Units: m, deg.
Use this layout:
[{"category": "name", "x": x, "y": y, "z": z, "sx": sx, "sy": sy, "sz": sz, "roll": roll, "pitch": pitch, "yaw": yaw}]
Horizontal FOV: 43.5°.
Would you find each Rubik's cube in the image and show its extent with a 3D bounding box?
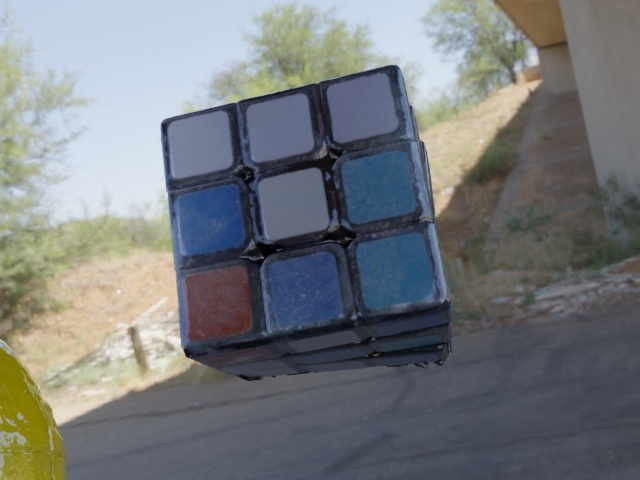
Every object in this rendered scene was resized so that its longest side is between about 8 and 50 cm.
[{"category": "Rubik's cube", "x": 0.000, "y": 0.000, "z": 1.164, "sx": 0.362, "sy": 0.363, "sz": 0.359, "roll": -8, "pitch": -16, "yaw": 11}]

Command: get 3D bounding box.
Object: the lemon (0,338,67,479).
[{"category": "lemon", "x": -0.344, "y": 0.201, "z": 0.636, "sx": 0.297, "sy": 0.297, "sz": 0.297, "roll": -12, "pitch": 1, "yaw": 0}]
